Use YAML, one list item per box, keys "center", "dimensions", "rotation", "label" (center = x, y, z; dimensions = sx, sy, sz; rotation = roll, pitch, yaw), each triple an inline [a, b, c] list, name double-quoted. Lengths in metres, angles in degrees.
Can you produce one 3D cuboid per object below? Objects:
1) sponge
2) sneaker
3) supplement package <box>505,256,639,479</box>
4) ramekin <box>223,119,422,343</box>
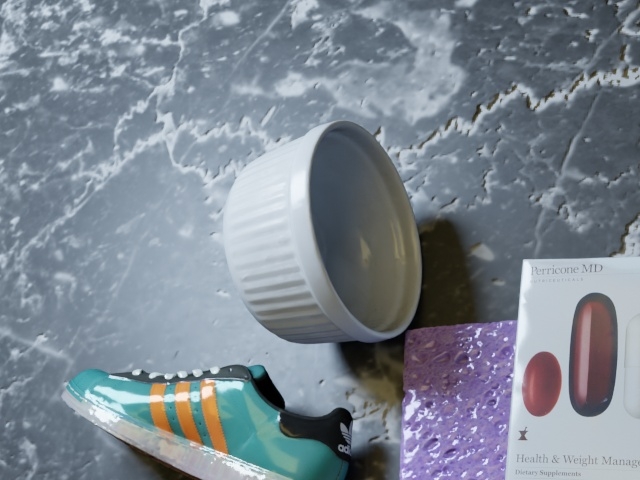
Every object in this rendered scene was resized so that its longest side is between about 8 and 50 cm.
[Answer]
- center: [0.130, 0.176, 1.092]
  dimensions: [0.117, 0.031, 0.210]
  rotation: [-7, 63, 23]
  label: "sponge"
- center: [-0.104, 0.167, 1.171]
  dimensions: [0.302, 0.108, 0.121]
  rotation: [19, 74, 24]
  label: "sneaker"
- center: [0.263, 0.131, 0.977]
  dimensions: [0.194, 0.149, 0.203]
  rotation: [-3, 65, 25]
  label: "supplement package"
- center: [0.000, 0.000, 1.146]
  dimensions: [0.109, 0.207, 0.207]
  rotation: [-14, 60, 30]
  label: "ramekin"
